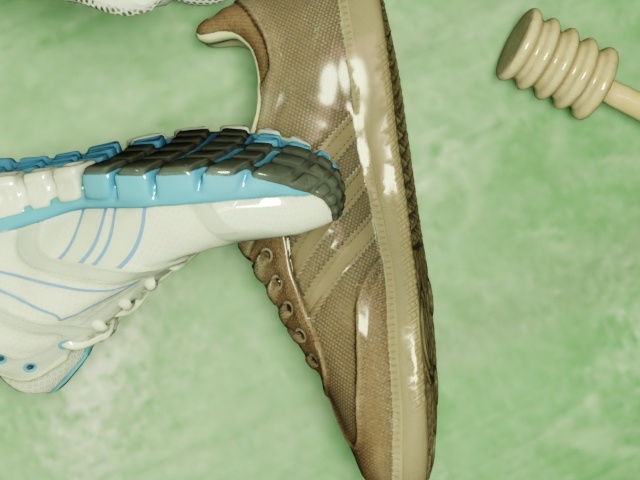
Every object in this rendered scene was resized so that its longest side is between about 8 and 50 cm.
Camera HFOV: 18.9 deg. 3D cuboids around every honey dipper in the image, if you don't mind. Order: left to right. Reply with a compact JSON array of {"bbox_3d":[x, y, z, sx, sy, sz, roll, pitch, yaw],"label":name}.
[{"bbox_3d":[0.142,-0.038,0.721,0.161,0.030,0.030,27,83,-9],"label":"honey dipper"}]

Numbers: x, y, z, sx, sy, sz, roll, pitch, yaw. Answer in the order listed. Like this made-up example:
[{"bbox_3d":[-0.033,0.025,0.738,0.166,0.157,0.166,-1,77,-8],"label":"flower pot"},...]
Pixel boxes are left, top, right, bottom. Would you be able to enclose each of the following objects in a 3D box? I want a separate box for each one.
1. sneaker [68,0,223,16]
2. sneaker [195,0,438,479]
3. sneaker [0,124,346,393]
[{"bbox_3d":[-0.007,-0.185,0.627,0.366,0.137,0.210,-3,98,9],"label":"sneaker"},{"bbox_3d":[0.000,0.000,0.688,0.071,0.066,0.188,-8,82,7],"label":"sneaker"},{"bbox_3d":[-0.080,0.009,0.652,0.191,0.071,0.083,-7,101,18],"label":"sneaker"}]
